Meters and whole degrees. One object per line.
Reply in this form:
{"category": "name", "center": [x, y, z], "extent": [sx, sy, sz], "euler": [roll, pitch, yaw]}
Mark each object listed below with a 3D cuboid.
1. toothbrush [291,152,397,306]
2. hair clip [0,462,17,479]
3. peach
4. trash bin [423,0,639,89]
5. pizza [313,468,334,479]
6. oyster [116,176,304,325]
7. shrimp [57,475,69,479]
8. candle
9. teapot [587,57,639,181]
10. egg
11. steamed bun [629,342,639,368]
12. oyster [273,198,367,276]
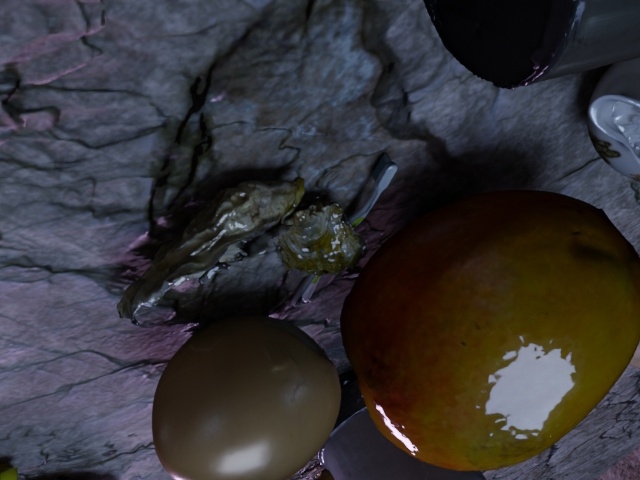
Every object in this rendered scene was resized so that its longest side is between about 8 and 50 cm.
{"category": "toothbrush", "center": [0.022, 0.001, 0.916], "extent": [0.022, 0.026, 0.263], "euler": [1, 139, -31]}
{"category": "hair clip", "center": [-0.432, 0.290, 0.961], "extent": [0.072, 0.046, 0.173], "euler": [-30, 152, 11]}
{"category": "peach", "center": [0.209, 0.099, 0.949], "extent": [0.373, 0.290, 0.372], "euler": [-3, 113, -6]}
{"category": "trash bin", "center": [0.237, -0.230, 0.568], "extent": [0.302, 0.203, 0.251], "euler": [-16, 108, -18]}
{"category": "pizza", "center": [0.229, 0.440, 1.648], "extent": [0.440, 0.130, 0.406], "euler": [-34, 147, 10]}
{"category": "oyster", "center": [-0.117, 0.008, 0.775], "extent": [0.209, 0.071, 0.133], "euler": [-30, -178, 29]}
{"category": "shrimp", "center": [-0.448, 0.419, 1.122], "extent": [0.361, 0.085, 0.247], "euler": [-5, 149, -40]}
{"category": "candle", "center": [0.132, 0.369, 1.260], "extent": [0.222, 0.342, 0.221], "euler": [-20, 143, -16]}
{"category": "teapot", "center": [0.410, -0.128, 0.875], "extent": [0.298, 0.139, 0.204], "euler": [20, 142, -16]}
{"category": "egg", "center": [-0.089, 0.191, 0.923], "extent": [0.201, 0.201, 0.244], "euler": [-52, 171, 34]}
{"category": "steamed bun", "center": [0.716, 0.133, 1.465], "extent": [0.353, 0.247, 0.339], "euler": [-6, 142, -26]}
{"category": "oyster", "center": [0.000, 0.000, 0.871], "extent": [0.122, 0.045, 0.146], "euler": [-5, 144, -29]}
